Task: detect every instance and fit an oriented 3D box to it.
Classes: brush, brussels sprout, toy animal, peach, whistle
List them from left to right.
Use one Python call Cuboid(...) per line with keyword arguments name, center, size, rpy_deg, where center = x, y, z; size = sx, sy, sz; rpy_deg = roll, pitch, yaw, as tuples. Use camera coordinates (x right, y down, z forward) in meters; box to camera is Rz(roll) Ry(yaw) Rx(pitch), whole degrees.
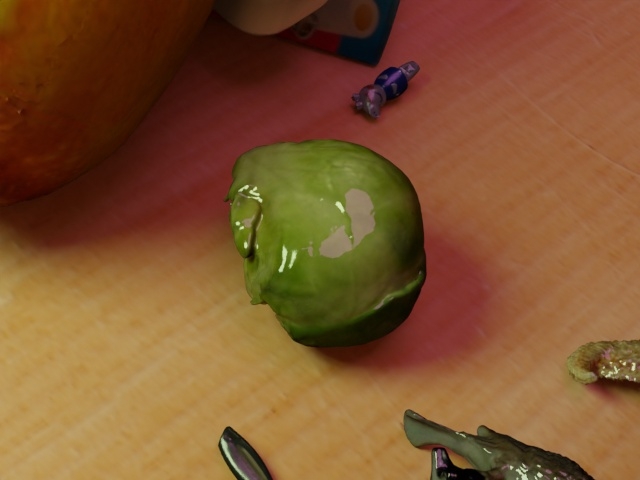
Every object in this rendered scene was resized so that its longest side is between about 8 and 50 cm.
Cuboid(name="peach", center=(-0.230, -0.201, 0.938), size=(0.290, 0.372, 0.372), rpy_deg=(1, 41, -53))
Cuboid(name="brush", center=(-0.014, 0.201, 0.849), size=(0.063, 0.016, 0.193), rpy_deg=(-23, 58, -33))
Cuboid(name="brussels sprout", center=(0.008, -0.002, 0.972), size=(0.145, 0.131, 0.183), rpy_deg=(-17, 51, -1))
Cuboid(name="whistle", center=(0.064, -0.143, 1.179), size=(0.033, 0.029, 0.083), rpy_deg=(43, 61, 12))
Cuboid(name="toy animal", center=(0.151, 0.167, 0.876), size=(0.202, 0.070, 0.105), rpy_deg=(7, 30, 10))

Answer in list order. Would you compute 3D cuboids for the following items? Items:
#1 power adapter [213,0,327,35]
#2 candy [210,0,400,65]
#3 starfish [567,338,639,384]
Cuboid(name="power adapter", center=(-0.054, -0.321, 1.034), size=(0.187, 0.255, 0.124), rpy_deg=(43, 59, 15))
Cuboid(name="candy", center=(-0.064, -0.291, 1.234), size=(0.306, 0.100, 0.157), rpy_deg=(15, 46, 0))
Cuboid(name="starfish", center=(0.362, 0.110, 1.012), size=(0.299, 0.060, 0.302), rpy_deg=(27, 46, 12))
